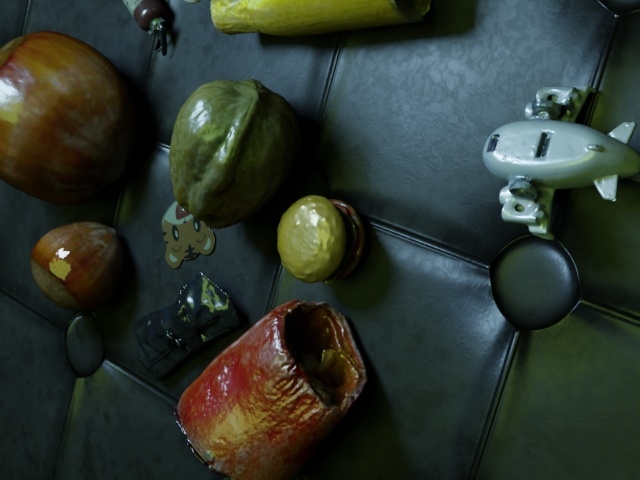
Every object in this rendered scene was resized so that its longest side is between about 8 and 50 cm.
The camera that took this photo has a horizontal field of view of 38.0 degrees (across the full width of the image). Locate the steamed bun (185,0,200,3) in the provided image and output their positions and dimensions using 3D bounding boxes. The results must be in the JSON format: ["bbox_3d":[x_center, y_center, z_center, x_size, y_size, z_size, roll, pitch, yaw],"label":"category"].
[{"bbox_3d":[-0.186,-0.565,1.758,0.239,0.170,0.152,-16,114,33],"label":"steamed bun"}]

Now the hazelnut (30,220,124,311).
[{"bbox_3d":[-0.521,0.049,2.014,0.215,0.176,0.214,-6,66,15],"label":"hazelnut"}]

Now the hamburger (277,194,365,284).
[{"bbox_3d":[0.000,0.000,1.637,0.162,0.115,0.161,-4,84,40],"label":"hamburger"}]

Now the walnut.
[{"bbox_3d":[-0.164,-0.164,1.708,0.283,0.228,0.282,-158,90,-78],"label":"walnut"}]

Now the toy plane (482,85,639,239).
[{"bbox_3d":[0.354,-0.120,1.369,0.245,0.117,0.244,-17,61,33],"label":"toy plane"}]

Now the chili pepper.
[{"bbox_3d":[-0.079,0.272,1.621,0.305,0.229,0.251,-49,44,26],"label":"chili pepper"}]

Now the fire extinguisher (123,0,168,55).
[{"bbox_3d":[-0.379,-0.496,1.997,0.231,0.071,0.099,57,148,24],"label":"fire extinguisher"}]

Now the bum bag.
[{"bbox_3d":[-0.281,0.173,1.880,0.310,0.074,0.137,-36,77,32],"label":"bum bag"}]

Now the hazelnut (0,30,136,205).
[{"bbox_3d":[-0.579,-0.256,1.995,0.366,0.366,0.365,-2,87,38],"label":"hazelnut"}]

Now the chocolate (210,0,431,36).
[{"bbox_3d":[-0.015,-0.444,1.644,0.446,0.162,0.162,2,89,39],"label":"chocolate"}]

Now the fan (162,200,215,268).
[{"bbox_3d":[-0.287,-0.064,1.934,0.153,0.008,0.226,-19,77,37],"label":"fan"}]
